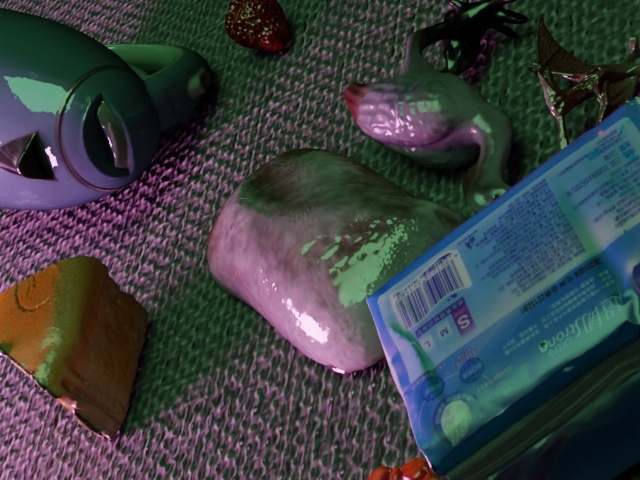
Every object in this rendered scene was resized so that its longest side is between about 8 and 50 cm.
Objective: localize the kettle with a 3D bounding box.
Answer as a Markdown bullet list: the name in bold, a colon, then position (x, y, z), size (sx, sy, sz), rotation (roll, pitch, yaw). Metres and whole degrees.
- **kettle**: position (-0.302, -0.167, 1.799), size (0.342, 0.247, 0.319), rotation (12, 39, 44)

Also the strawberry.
- **strawberry**: position (-0.068, -0.255, 1.754), size (0.083, 0.073, 0.073), rotation (31, 80, 43)

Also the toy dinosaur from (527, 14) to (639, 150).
- **toy dinosaur**: position (0.240, -0.132, 1.301), size (0.108, 0.032, 0.220), rotation (-25, 47, -1)

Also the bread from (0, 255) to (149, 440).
- **bread**: position (-0.279, 0.127, 1.535), size (0.160, 0.140, 0.169), rotation (-17, 44, 28)

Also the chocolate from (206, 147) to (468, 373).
- **chocolate**: position (0.000, 0.000, 1.399), size (0.185, 0.100, 0.303), rotation (-49, 37, -8)

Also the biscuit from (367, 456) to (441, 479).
- **biscuit**: position (0.040, 0.267, 1.132), size (0.166, 0.036, 0.226), rotation (7, 61, 52)

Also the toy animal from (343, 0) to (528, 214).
- **toy animal**: position (0.118, -0.115, 1.384), size (0.195, 0.090, 0.324), rotation (-24, 41, 15)

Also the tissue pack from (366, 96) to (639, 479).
- **tissue pack**: position (0.187, 0.057, 1.084), size (0.263, 0.146, 0.198), rotation (-37, 37, 14)
